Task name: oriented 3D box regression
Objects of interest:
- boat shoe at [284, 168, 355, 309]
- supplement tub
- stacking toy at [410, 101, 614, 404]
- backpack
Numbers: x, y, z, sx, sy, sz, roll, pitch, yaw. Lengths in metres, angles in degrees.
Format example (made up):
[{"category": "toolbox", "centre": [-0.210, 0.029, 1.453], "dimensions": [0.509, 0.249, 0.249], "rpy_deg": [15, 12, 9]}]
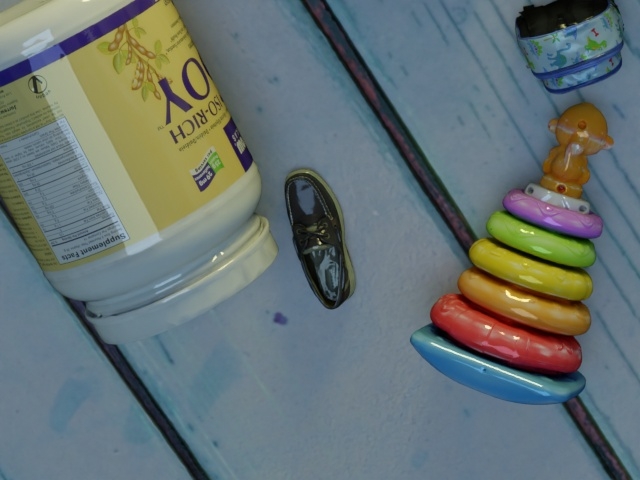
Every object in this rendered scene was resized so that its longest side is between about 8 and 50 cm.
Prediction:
[{"category": "boat shoe", "centre": [0.000, 0.000, 1.966], "dimensions": [0.056, 0.049, 0.152], "rpy_deg": [-18, 105, 13]}, {"category": "supplement tub", "centre": [-0.204, -0.089, 1.860], "dimensions": [0.241, 0.241, 0.331], "rpy_deg": [-24, 105, 14]}, {"category": "stacking toy", "centre": [0.221, 0.004, 1.900], "dimensions": [0.175, 0.166, 0.301], "rpy_deg": [20, 99, 14]}, {"category": "backpack", "centre": [0.247, -0.193, 1.833], "dimensions": [0.105, 0.114, 0.084], "rpy_deg": [-19, 105, 12]}]
